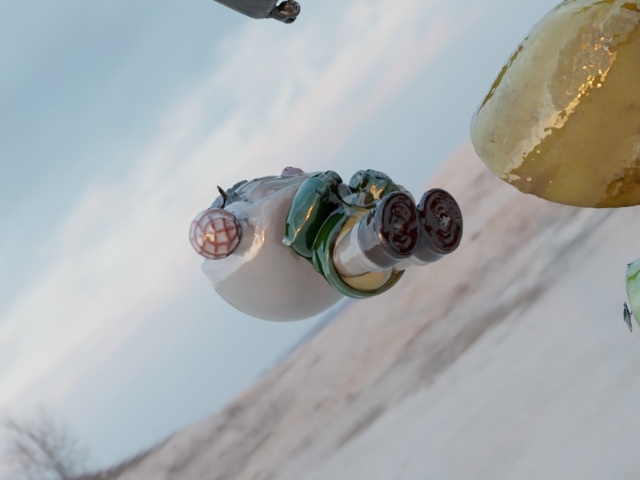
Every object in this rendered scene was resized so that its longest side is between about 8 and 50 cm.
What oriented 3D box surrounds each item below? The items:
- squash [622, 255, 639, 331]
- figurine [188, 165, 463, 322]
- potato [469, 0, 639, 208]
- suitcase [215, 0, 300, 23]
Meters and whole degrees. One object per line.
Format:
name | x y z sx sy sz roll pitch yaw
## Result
squash | 0.354 0.050 1.346 0.170 0.170 0.123 -42 -8 -49
figurine | 0.000 0.000 1.658 0.281 0.167 0.370 -9 0 -34
potato | 0.238 -0.138 1.330 0.178 0.203 0.158 -96 13 -47
suitcase | -0.141 -0.414 2.061 0.128 0.312 0.202 -69 9 -21
